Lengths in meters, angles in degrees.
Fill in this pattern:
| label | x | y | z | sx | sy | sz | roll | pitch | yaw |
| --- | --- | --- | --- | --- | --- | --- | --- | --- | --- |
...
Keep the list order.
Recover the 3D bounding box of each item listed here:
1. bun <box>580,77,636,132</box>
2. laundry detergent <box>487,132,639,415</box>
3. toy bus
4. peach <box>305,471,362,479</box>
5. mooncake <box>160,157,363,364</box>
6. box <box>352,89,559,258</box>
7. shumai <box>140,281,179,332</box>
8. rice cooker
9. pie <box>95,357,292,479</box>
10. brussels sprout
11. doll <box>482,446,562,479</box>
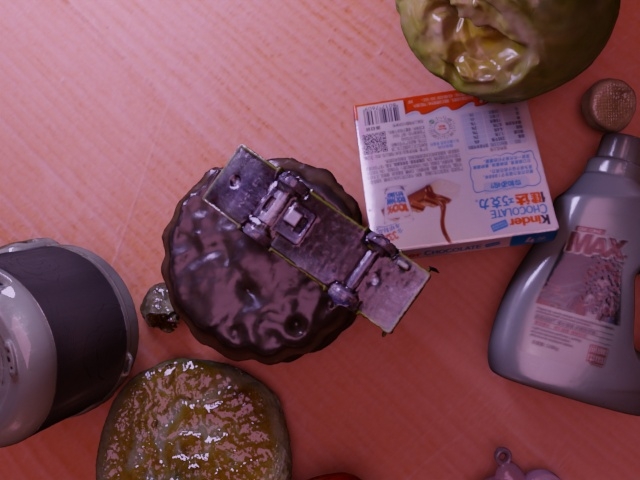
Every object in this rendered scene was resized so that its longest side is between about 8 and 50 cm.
| label | x | y | z | sx | sy | sz | roll | pitch | yaw |
| --- | --- | --- | --- | --- | --- | --- | --- | --- | --- |
| bun | 0.444 | -0.210 | 1.146 | 0.086 | 0.055 | 0.086 | -1 | 98 | -6 |
| laundry detergent | 0.425 | 0.042 | 1.115 | 0.263 | 0.124 | 0.398 | 16 | 89 | 7 |
| toy bus | 0.000 | 0.000 | 0.966 | 0.301 | 0.139 | 0.113 | 36 | 89 | 12 |
| peach | 0.016 | 0.454 | 1.112 | 0.190 | 0.190 | 0.193 | -21 | 114 | 4 |
| mooncake | -0.080 | 0.031 | 1.125 | 0.323 | 0.187 | 0.324 | 0 | 87 | 5 |
| box | 0.196 | -0.107 | 1.122 | 0.273 | 0.048 | 0.265 | -7 | 65 | 4 |
| shumai | -0.260 | 0.109 | 1.191 | 0.083 | 0.080 | 0.082 | -6 | 87 | 7 |
| rice cooker | -0.443 | 0.145 | 1.111 | 0.288 | 0.277 | 0.289 | 3 | 99 | 20 |
| pie | -0.201 | 0.333 | 1.157 | 0.322 | 0.070 | 0.324 | 2 | 71 | -5 |
| brussels sprout | 0.269 | -0.367 | 1.044 | 0.343 | 0.268 | 0.345 | -2 | 95 | -18 |
| doll | 0.342 | 0.491 | 1.132 | 0.160 | 0.094 | 0.366 | -23 | 89 | 1 |
